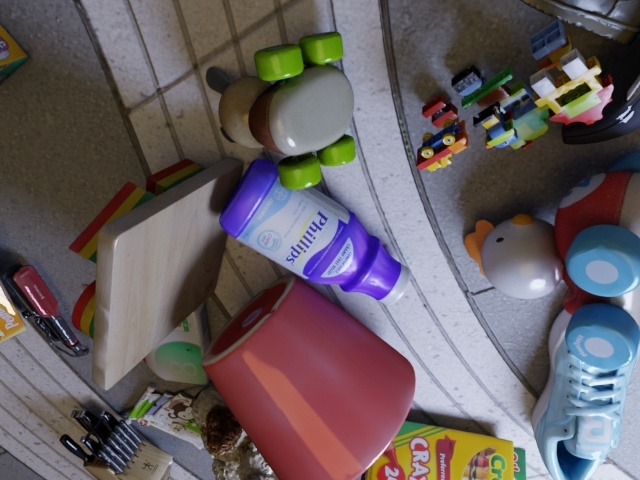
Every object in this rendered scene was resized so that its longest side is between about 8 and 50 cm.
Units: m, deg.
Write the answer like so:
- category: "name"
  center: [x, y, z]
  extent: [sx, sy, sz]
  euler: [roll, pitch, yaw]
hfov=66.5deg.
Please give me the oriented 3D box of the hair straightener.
- category: "hair straightener"
  center: [-0.512, 0.138, 0.917]
  extent: [0.089, 0.047, 0.230]
  euler: [2, 131, 31]

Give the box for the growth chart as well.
- category: "growth chart"
  center: [-0.286, 0.386, 1.045]
  extent: [0.237, 0.021, 0.172]
  euler: [27, 121, -10]

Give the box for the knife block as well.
- category: "knife block"
  center: [-0.460, 0.492, 1.094]
  extent: [0.242, 0.088, 0.275]
  euler: [26, 134, 4]

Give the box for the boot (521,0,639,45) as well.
- category: "boot"
  center: [0.297, -0.318, 0.469]
  extent: [0.190, 0.076, 0.208]
  euler: [11, 131, -13]

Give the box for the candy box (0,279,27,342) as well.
- category: "candy box"
  center: [-0.639, 0.055, 0.785]
  extent: [0.087, 0.183, 0.316]
  euler: [28, 135, 42]

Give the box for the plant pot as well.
- category: "plant pot"
  center: [-0.032, 0.203, 0.763]
  extent: [0.275, 0.275, 0.243]
  euler: [-37, 100, 27]

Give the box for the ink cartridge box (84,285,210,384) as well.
- category: "ink cartridge box"
  center: [-0.317, 0.174, 0.895]
  extent: [0.225, 0.056, 0.181]
  euler: [3, 123, 5]

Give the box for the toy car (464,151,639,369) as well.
- category: "toy car"
  center: [0.295, 0.008, 0.638]
  extent: [0.238, 0.219, 0.210]
  euler: [9, 129, 37]

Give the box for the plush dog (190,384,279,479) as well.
- category: "plush dog"
  center: [-0.141, 0.358, 0.913]
  extent: [0.225, 0.210, 0.262]
  euler: [46, 159, -15]

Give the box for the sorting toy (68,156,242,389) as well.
- category: "sorting toy"
  center: [-0.232, 0.024, 0.674]
  extent: [0.089, 0.255, 0.257]
  euler: [27, 124, 10]

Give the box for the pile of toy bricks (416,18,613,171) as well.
- category: "pile of toy bricks"
  center: [0.219, -0.143, 0.562]
  extent: [0.105, 0.118, 0.212]
  euler: [32, 140, -27]

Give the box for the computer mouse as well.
- category: "computer mouse"
  center: [0.343, -0.192, 0.486]
  extent: [0.060, 0.184, 0.262]
  euler: [53, 126, 26]

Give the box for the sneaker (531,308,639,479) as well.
- category: "sneaker"
  center: [0.432, 0.257, 0.772]
  extent: [0.135, 0.150, 0.366]
  euler: [-1, 122, 8]

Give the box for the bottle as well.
- category: "bottle"
  center: [0.000, 0.000, 0.703]
  extent: [0.283, 0.092, 0.118]
  euler: [32, 106, -15]

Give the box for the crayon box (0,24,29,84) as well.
- category: "crayon box"
  center: [-0.484, -0.220, 0.531]
  extent: [0.081, 0.278, 0.165]
  euler: [-27, 114, 22]

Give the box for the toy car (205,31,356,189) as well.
- category: "toy car"
  center: [-0.067, -0.166, 0.617]
  extent: [0.188, 0.149, 0.155]
  euler: [12, 125, 36]

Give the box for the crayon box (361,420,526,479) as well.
- category: "crayon box"
  center: [0.235, 0.455, 0.898]
  extent: [0.318, 0.202, 0.081]
  euler: [9, 153, 2]
